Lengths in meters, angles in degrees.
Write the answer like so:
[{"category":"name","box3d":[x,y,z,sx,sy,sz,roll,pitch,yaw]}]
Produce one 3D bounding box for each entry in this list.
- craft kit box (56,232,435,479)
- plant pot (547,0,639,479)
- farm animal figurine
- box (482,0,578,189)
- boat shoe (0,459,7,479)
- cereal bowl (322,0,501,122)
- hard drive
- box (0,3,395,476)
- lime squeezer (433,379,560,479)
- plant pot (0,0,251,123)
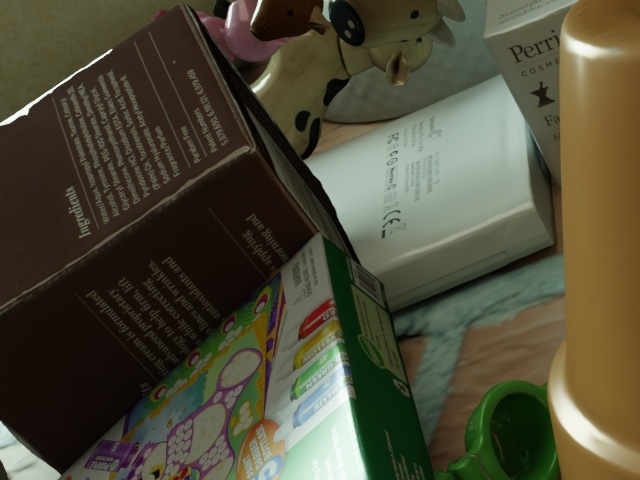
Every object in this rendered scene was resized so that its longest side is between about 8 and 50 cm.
[{"category":"craft kit box","box3d":[-0.058,0.142,0.860,0.246,0.061,0.250,-46,21,14]},{"category":"plant pot","box3d":[0.212,-0.013,0.669,0.291,0.203,0.291,-16,17,5]},{"category":"farm animal figurine","box3d":[0.030,-0.188,1.157,0.327,0.172,0.330,-56,-6,-15]},{"category":"box","box3d":[0.207,-0.149,1.110,0.181,0.119,0.182,-22,26,20]},{"category":"boat shoe","box3d":[-0.300,0.124,1.171,0.123,0.116,0.324,-38,25,-15]},{"category":"cereal bowl","box3d":[0.095,-0.242,1.394,0.339,0.141,0.339,-26,24,13]},{"category":"hard drive","box3d":[0.000,0.000,1.157,0.307,0.040,0.203,-24,25,17]},{"category":"box","box3d":[-0.099,0.010,1.018,0.203,0.168,0.167,-32,40,5]},{"category":"lime squeezer","box3d":[0.069,0.113,0.870,0.310,0.059,0.110,-34,-6,-4]},{"category":"plant pot","box3d":[-0.225,-0.199,1.515,0.305,0.334,0.334,-25,22,-16]}]
